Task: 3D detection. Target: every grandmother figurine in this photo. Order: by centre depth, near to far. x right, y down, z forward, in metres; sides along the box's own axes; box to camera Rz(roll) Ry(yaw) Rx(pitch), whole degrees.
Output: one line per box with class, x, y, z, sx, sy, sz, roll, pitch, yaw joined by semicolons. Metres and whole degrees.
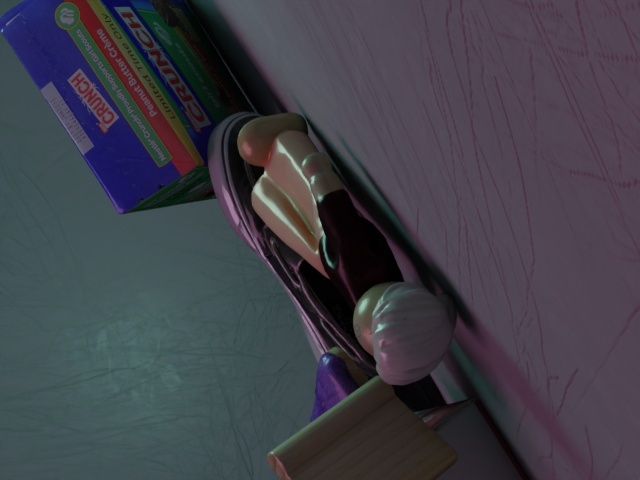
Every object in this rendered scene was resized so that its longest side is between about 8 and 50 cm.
grandmother figurine;0.027;0.016;1.322;0.208;0.104;0.342;50;-176;-38

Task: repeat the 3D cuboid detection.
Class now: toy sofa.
toy sofa;-0.001;0.290;1.458;0.177;0.150;0.362;42;146;23

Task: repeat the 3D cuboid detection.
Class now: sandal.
sandal;0.121;0.226;1.836;0.097;0.054;0.254;1;131;57

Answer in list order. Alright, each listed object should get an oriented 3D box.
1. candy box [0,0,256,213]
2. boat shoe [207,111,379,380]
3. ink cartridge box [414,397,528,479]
candy box;-0.204;-0.177;1.700;0.268;0.122;0.317;57;-162;4
boat shoe;0.000;0.000;1.534;0.335;0.121;0.119;59;153;-1
ink cartridge box;0.111;0.302;1.574;0.207;0.117;0.283;57;150;-4
